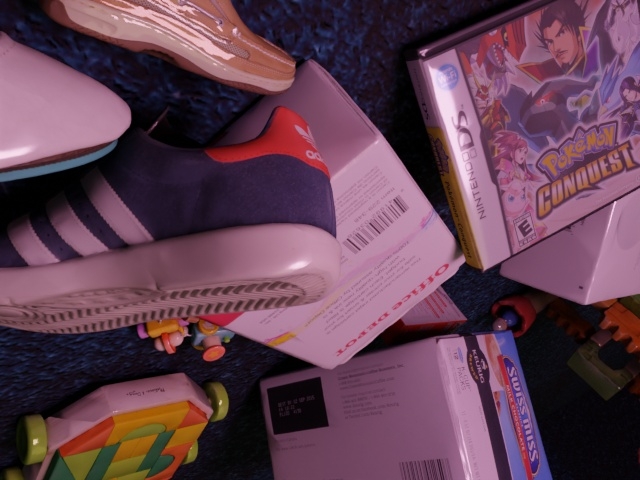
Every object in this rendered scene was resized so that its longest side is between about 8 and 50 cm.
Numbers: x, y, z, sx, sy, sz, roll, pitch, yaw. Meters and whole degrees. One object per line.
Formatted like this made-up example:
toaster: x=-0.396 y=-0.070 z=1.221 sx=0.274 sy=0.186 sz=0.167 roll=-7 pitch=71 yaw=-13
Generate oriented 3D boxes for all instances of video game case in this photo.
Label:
video game case: x=0.245 y=-0.132 z=0.622 sx=0.275 sy=0.035 sz=0.248 roll=-26 pitch=111 yaw=-12

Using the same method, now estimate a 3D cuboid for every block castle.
block castle: x=0.557 y=0.197 z=1.074 sx=0.213 sy=0.453 sz=0.303 roll=-24 pitch=148 yaw=-30

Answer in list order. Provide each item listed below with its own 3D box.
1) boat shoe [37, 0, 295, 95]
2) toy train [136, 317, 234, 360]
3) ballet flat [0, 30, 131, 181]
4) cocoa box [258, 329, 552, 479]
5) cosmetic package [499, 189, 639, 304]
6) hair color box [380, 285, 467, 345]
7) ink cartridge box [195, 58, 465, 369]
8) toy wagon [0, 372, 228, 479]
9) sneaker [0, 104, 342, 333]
boat shoe: x=-0.085 y=-0.156 z=0.399 sx=0.190 sy=0.068 sz=0.072 roll=6 pitch=118 yaw=-45
toy train: x=-0.135 y=0.099 z=0.670 sx=0.125 sy=0.046 sz=0.166 roll=-28 pitch=152 yaw=20
ballet flat: x=-0.292 y=-0.078 z=0.269 sx=0.400 sy=0.139 sz=0.139 roll=-14 pitch=142 yaw=-28
cocoa box: x=0.116 y=0.281 z=0.872 sx=0.347 sy=0.231 sz=0.228 roll=-23 pitch=160 yaw=38
cosmetic package: x=0.395 y=-0.042 z=0.833 sx=0.225 sy=0.138 sz=0.224 roll=0 pitch=105 yaw=-41
hair color box: x=0.146 y=0.110 z=0.920 sx=0.167 sy=0.093 sz=0.053 roll=3 pitch=132 yaw=-43
ink cartridge box: x=0.000 y=0.000 z=0.611 sx=0.226 sy=0.131 sz=0.306 roll=-39 pitch=148 yaw=7
toy wagon: x=-0.288 y=0.306 z=0.804 sx=0.267 sy=0.068 sz=0.344 roll=1 pitch=133 yaw=-42
sneaker: x=-0.155 y=-0.017 z=0.442 sx=0.350 sy=0.148 sz=0.131 roll=-6 pitch=161 yaw=13
